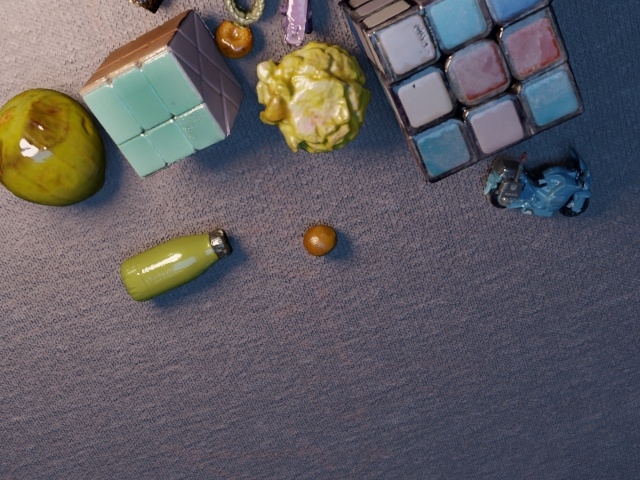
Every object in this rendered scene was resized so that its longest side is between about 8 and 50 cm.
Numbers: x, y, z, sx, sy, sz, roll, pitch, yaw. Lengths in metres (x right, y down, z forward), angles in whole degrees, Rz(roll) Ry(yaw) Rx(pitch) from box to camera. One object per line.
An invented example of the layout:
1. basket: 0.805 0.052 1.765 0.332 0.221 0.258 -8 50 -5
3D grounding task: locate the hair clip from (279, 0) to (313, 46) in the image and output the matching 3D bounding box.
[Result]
1. hair clip: -0.050 -0.550 1.745 0.137 0.090 0.279 8 107 3

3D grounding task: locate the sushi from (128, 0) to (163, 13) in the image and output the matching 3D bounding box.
1. sushi: -0.385 -0.531 1.704 0.150 0.090 0.078 35 103 -19

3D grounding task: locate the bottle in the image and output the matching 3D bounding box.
1. bottle: -0.336 0.051 1.977 0.260 0.112 0.112 -23 116 5

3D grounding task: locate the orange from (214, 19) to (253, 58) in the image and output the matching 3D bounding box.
1. orange: -0.185 -0.428 1.792 0.086 0.062 0.086 0 85 -3

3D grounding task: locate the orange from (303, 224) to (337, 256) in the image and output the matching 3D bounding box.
1. orange: 0.000 0.000 2.012 0.085 0.085 0.085 -3 116 -6

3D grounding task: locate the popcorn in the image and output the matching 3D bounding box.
1. popcorn: -0.020 -0.311 1.788 0.259 0.212 0.259 0 107 -1

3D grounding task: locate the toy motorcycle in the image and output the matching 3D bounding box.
1. toy motorcycle: 0.532 -0.140 1.991 0.272 0.124 0.182 5 125 -10

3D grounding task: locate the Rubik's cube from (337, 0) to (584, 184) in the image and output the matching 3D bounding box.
1. Rubik's cube: 0.284 -0.380 1.705 0.363 0.362 0.359 -24 112 4

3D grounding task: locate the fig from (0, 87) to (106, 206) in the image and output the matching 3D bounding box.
1. fig: -0.565 -0.187 1.778 0.239 0.239 0.271 -37 142 11

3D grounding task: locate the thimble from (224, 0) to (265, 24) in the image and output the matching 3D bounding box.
1. thimble: -0.161 -0.513 1.754 0.084 0.062 0.110 -23 116 5

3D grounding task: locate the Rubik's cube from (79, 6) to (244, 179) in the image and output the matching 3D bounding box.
1. Rubik's cube: -0.314 -0.303 1.724 0.224 0.221 0.231 -22 119 20
